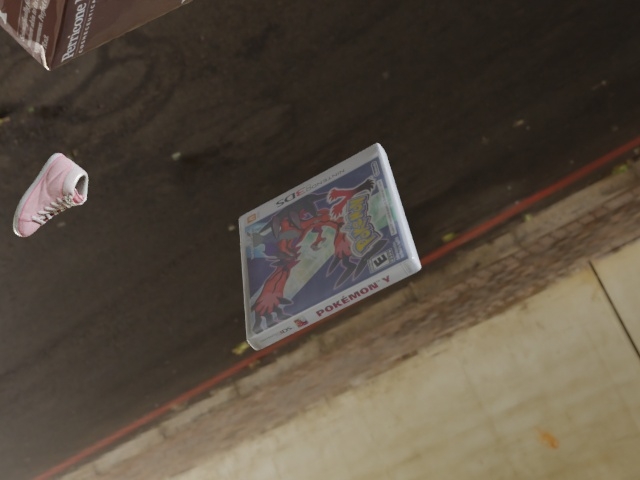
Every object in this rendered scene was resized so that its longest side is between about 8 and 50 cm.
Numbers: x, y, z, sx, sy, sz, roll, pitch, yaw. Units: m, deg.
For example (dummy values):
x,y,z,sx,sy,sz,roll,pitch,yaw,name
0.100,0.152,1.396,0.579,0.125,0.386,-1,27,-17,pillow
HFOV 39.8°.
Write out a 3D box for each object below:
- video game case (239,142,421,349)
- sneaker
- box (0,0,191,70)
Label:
x,y,z,sx,sy,sz,roll,pitch,yaw,name
0.000,0.000,0.910,0.183,0.201,0.023,-28,127,13,video game case
-0.387,-0.056,1.284,0.134,0.070,0.051,-61,165,-6,sneaker
-0.205,-0.374,1.041,0.381,0.143,0.191,-39,170,-39,box
